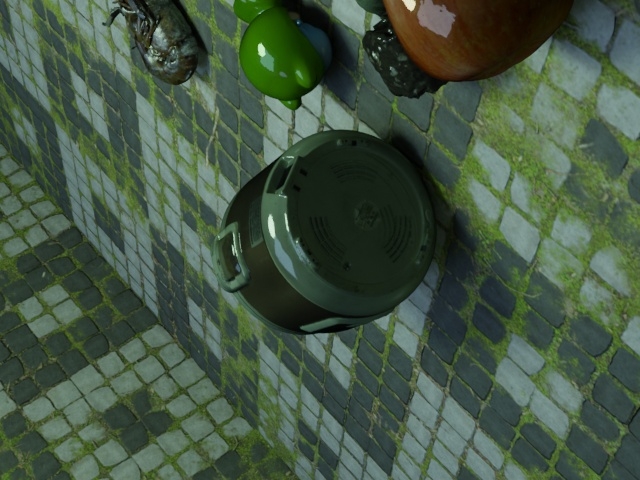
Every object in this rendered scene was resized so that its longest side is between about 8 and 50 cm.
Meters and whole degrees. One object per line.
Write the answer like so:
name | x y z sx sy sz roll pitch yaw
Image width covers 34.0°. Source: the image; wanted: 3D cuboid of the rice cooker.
rice cooker | 0.000 0.000 1.787 0.335 0.335 0.325 59 152 -2

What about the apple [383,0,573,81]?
apple | 0.171 -0.318 1.244 0.241 0.242 0.242 60 154 4

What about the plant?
plant | 0.111 -0.336 1.430 0.149 0.146 0.274 16 131 58

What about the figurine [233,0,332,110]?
figurine | -0.080 -0.353 1.771 0.263 0.143 0.162 65 149 11

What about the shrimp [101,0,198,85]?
shrimp | -0.365 -0.473 2.149 0.145 0.116 0.343 -27 94 49
